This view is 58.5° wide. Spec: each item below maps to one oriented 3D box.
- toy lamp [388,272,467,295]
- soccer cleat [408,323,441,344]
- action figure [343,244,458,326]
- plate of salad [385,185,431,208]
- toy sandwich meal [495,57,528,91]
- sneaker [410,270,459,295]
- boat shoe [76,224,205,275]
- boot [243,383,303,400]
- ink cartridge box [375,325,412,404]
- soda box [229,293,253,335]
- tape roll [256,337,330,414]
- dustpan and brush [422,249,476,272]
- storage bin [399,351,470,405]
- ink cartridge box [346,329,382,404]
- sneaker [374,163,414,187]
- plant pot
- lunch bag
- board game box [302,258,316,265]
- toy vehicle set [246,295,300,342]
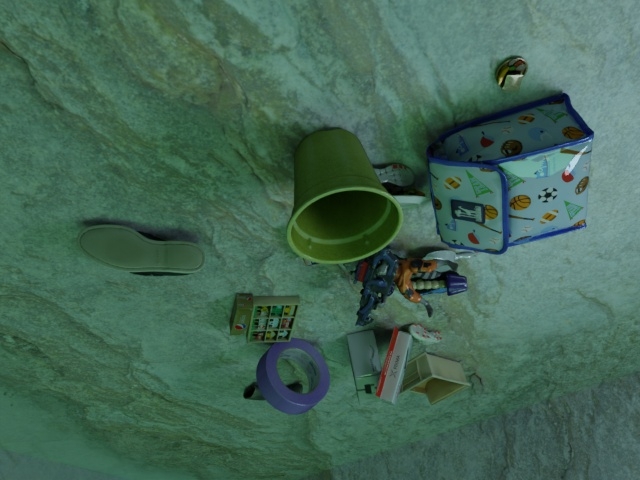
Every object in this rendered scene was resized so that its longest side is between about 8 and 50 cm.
[{"bbox_3d":[0.356,0.152,1.937,0.274,0.080,0.080,-2,144,13],"label":"toy lamp"},{"bbox_3d":[0.411,0.387,2.309,0.196,0.068,0.076,22,135,-39],"label":"soccer cleat"},{"bbox_3d":[0.222,0.129,1.827,0.329,0.179,0.341,20,128,-5],"label":"action figure"},{"bbox_3d":[0.203,-0.118,1.573,0.199,0.048,0.200,-1,177,0],"label":"plate of salad"},{"bbox_3d":[0.451,-0.389,1.342,0.085,0.029,0.086,-7,143,-5],"label":"toy sandwich meal"},{"bbox_3d":[0.391,0.166,2.013,0.209,0.069,0.082,-13,147,3],"label":"sneaker"},{"bbox_3d":[-0.499,0.038,1.592,0.339,0.127,0.113,5,163,-24],"label":"boat shoe"},{"bbox_3d":[-0.208,0.667,2.522,0.208,0.076,0.189,28,126,-31],"label":"boot"},{"bbox_3d":[0.289,0.485,2.203,0.060,0.275,0.239,14,163,17],"label":"ink cartridge box"},{"bbox_3d":[-0.274,0.257,1.971,0.058,0.061,0.181,3,141,-16],"label":"soda box"},{"bbox_3d":[-0.102,0.511,2.166,0.274,0.275,0.090,13,137,-28],"label":"tape roll"},{"bbox_3d":[0.423,0.065,1.909,0.211,0.060,0.147,4,154,-7],"label":"dustpan and brush"},{"bbox_3d":[0.486,0.638,2.601,0.262,0.123,0.260,20,133,-35],"label":"storage bin"},{"bbox_3d":[0.184,0.514,2.304,0.114,0.197,0.273,-10,142,0],"label":"ink cartridge box"},{"bbox_3d":[0.176,-0.171,1.551,0.157,0.061,0.065,-1,172,-20],"label":"sneaker"},{"bbox_3d":[0.038,-0.126,1.397,0.275,0.254,0.276,-7,143,-5],"label":"plant pot"},{"bbox_3d":[0.479,-0.148,1.483,0.385,0.239,0.328,-13,133,7],"label":"lunch bag"},{"bbox_3d":[0.000,0.000,1.720,0.140,0.048,0.170,-13,143,6],"label":"board game box"},{"bbox_3d":[-0.174,0.287,2.057,0.165,0.035,0.267,0,141,-13],"label":"toy vehicle set"}]
